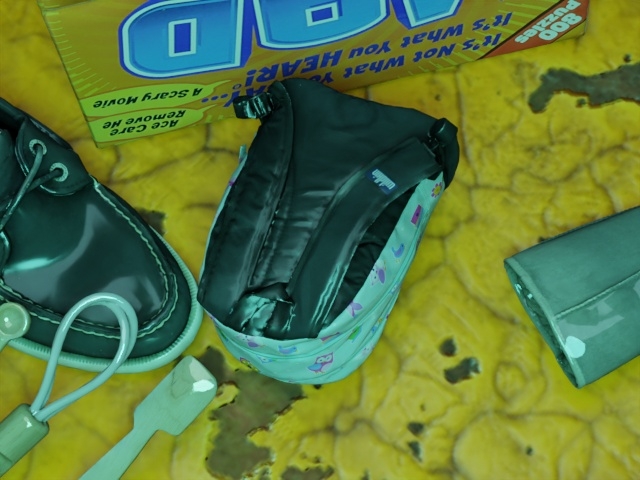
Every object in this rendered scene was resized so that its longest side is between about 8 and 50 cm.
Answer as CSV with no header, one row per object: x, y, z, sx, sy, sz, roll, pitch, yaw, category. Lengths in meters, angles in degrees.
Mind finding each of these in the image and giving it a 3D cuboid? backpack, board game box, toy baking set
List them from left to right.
-0.202,0.115,1.088,0.256,0.030,0.196,14,91,10,toy baking set
-0.037,-0.331,1.143,0.356,0.356,0.356,-13,64,-1,board game box
0.000,0.000,1.116,0.152,0.115,0.182,14,67,24,backpack

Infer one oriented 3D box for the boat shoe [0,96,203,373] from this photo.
-0.225,-0.036,1.153,0.340,0.113,0.127,38,73,20,boat shoe

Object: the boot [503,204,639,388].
0.246,0.034,1.099,0.208,0.076,0.189,-25,50,-14,boot
